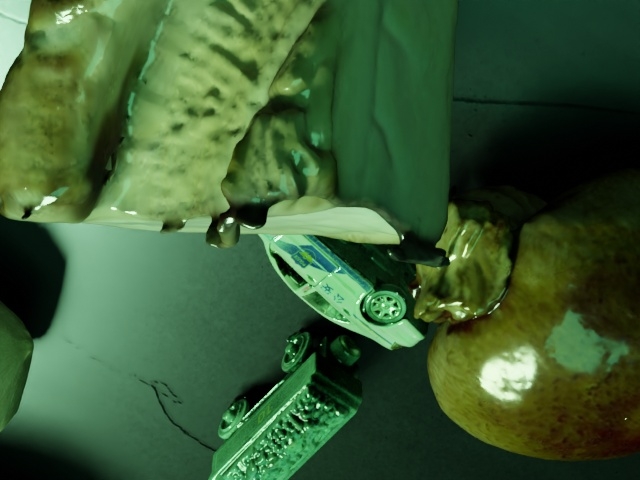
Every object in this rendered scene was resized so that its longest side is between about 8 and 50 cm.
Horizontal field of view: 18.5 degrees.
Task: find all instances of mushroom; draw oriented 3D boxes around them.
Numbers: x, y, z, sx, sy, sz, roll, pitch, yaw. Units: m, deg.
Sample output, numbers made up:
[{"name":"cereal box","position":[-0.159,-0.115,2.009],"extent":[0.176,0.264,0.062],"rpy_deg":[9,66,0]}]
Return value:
[{"name":"mushroom","position":[0.203,0.059,1.545],"extent":[0.283,0.195,0.263],"rpy_deg":[20,127,-9]},{"name":"mushroom","position":[-0.064,-0.192,1.408],"extent":[0.313,0.224,0.397],"rpy_deg":[4,89,33]}]

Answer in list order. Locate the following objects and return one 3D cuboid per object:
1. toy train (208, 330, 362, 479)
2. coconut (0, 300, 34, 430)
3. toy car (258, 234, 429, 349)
[{"name":"toy train","position":[-0.029,0.152,1.670],"extent":[0.070,0.099,0.172],"rpy_deg":[34,117,-18]},{"name":"coconut","position":[-0.317,0.098,1.618],"extent":[0.162,0.161,0.161],"rpy_deg":[-20,120,-4]},{"name":"toy car","position":[0.000,0.000,1.579],"extent":[0.076,0.090,0.224],"rpy_deg":[-36,114,29]}]
